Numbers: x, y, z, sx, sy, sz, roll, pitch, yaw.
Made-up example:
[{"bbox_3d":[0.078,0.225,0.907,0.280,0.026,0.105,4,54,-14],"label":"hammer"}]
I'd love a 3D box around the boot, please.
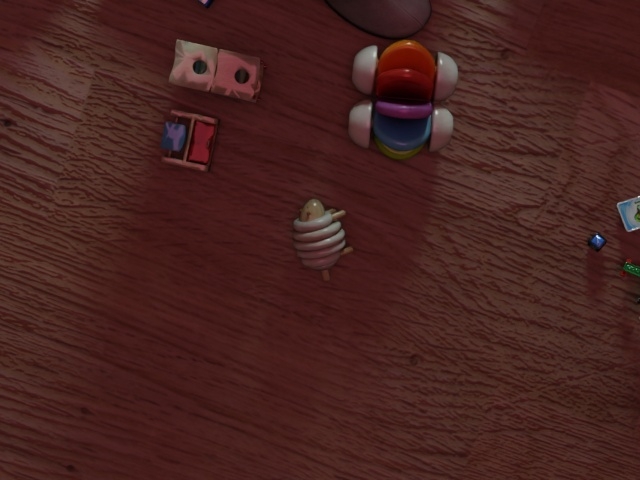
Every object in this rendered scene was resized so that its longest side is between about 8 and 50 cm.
[{"bbox_3d":[0.038,-0.394,1.582,0.338,0.223,0.118,33,96,-17],"label":"boot"}]

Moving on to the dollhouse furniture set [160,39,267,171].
[{"bbox_3d":[-0.163,-0.193,1.673,0.128,0.129,0.184,12,96,-1],"label":"dollhouse furniture set"}]

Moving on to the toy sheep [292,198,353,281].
[{"bbox_3d":[0.000,0.000,1.721,0.091,0.091,0.132,-14,102,2],"label":"toy sheep"}]

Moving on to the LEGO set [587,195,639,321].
[{"bbox_3d":[0.548,0.010,1.734,0.244,0.060,0.183,-18,74,4],"label":"LEGO set"}]

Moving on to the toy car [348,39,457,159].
[{"bbox_3d":[0.124,-0.210,1.665,0.159,0.136,0.182,5,97,0],"label":"toy car"}]

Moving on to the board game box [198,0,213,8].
[{"bbox_3d":[-0.172,-0.482,1.677,0.160,0.047,0.210,36,95,-5],"label":"board game box"}]
